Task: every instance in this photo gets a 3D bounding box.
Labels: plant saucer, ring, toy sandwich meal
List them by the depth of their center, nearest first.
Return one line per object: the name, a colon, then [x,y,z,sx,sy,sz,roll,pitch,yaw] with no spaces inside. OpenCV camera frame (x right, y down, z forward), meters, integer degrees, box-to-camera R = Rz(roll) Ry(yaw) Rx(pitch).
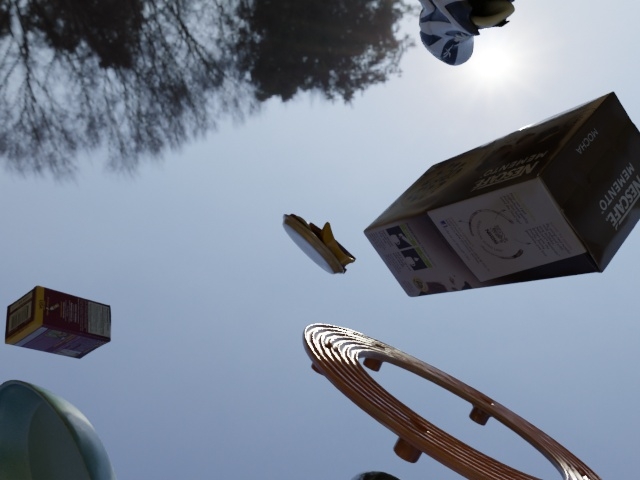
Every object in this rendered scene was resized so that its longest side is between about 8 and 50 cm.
plant saucer: [-0.132,0.125,0.337,0.119,0.119,0.021,20,-159,38]
toy sandwich meal: [0.000,0.000,0.623,0.029,0.085,0.086,-45,-138,-10]
ring: [0.127,0.175,0.645,0.337,0.032,0.336,27,-176,-2]

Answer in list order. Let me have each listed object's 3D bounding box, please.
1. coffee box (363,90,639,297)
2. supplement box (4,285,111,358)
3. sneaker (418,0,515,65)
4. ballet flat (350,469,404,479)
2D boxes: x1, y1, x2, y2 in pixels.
coffee box: [0.211,-0.038,0.783,0.168,0.119,0.297,-42,-168,-28]
supplement box: [-0.256,0.082,0.661,0.055,0.083,0.043,-29,-125,28]
sneaker: [0.234,-0.338,1.045,0.094,0.235,0.153,-41,-125,-9]
ballet flat: [0.086,0.280,0.577,0.096,0.095,0.280,8,-175,-37]
